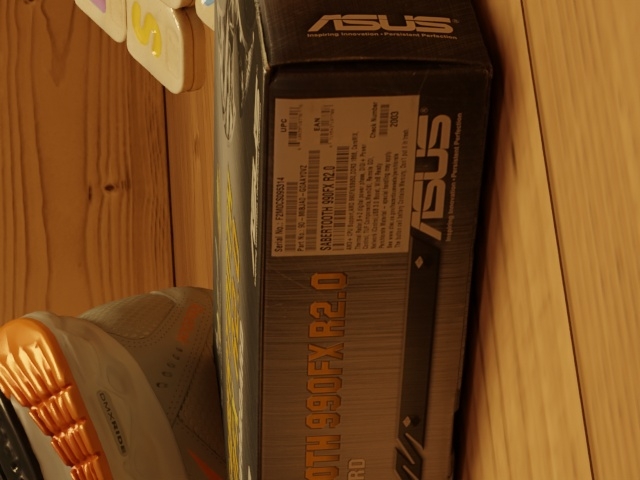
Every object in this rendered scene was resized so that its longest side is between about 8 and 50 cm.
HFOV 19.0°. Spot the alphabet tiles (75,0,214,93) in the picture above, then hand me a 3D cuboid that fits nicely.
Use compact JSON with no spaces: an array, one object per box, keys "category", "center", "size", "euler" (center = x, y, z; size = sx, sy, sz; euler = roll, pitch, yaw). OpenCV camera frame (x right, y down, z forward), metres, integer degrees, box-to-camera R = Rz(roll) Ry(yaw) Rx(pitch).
[{"category":"alphabet tiles","center":[-0.105,-0.228,1.061],"size":[0.278,0.021,0.284],"euler":[44,143,42]}]

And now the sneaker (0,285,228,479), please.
[{"category":"sneaker","center":[-0.021,0.134,0.709],"size":[0.099,0.121,0.262],"euler":[-25,87,52]}]

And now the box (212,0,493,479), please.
[{"category":"box","center":[0.000,0.000,0.566],"size":[0.183,0.056,0.231],"euler":[-101,11,-53]}]
